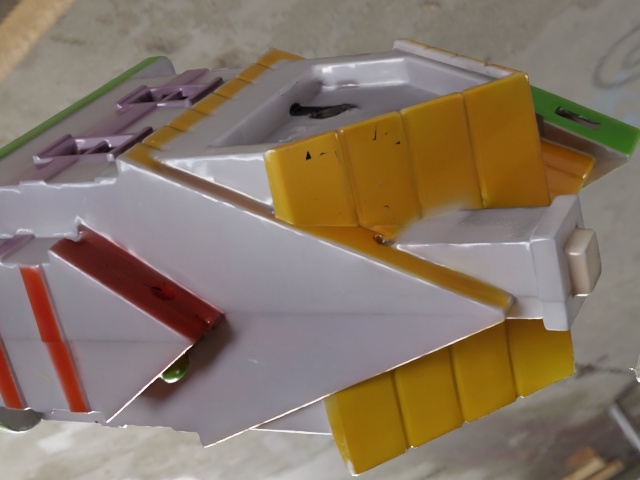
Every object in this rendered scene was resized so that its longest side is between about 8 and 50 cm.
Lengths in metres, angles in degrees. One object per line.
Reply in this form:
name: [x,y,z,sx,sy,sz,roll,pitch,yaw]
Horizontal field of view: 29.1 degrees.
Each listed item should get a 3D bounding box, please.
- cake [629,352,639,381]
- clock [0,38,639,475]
cake: [0.330,0.071,0.934,0.147,0.135,0.134,20,163,-2]
clock: [0.000,-0.001,0.622,0.309,0.166,0.235,-2,-155,28]
